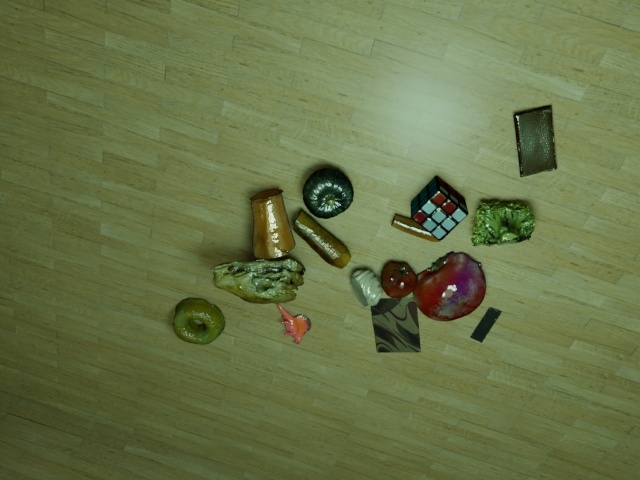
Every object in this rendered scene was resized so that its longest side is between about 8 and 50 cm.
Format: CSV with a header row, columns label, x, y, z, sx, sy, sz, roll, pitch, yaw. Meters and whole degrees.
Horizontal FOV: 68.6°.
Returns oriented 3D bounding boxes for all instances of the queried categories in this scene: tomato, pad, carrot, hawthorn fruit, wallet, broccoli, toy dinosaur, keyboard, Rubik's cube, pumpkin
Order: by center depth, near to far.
label,x,y,z,sx,sy,sz,roll,pitch,yaw
wallet,0.784,-0.359,1.715,0.133,0.039,0.243,-14,114,11
broccoli,0.689,-0.073,1.790,0.243,0.273,0.180,-9,83,14
Rubik's cube,0.461,-0.126,1.832,0.163,0.160,0.162,38,118,-11
pumpkin,0.030,-0.186,1.888,0.212,0.152,0.211,4,124,6
carrot,0.407,-0.046,1.942,0.225,0.067,0.067,19,120,3
carrot,-0.218,-0.072,1.978,0.196,0.196,0.254,-4,115,13
tomato,0.566,0.233,2.003,0.335,0.176,0.289,-37,109,24
carrot,0.000,0.000,2.019,0.302,0.114,0.114,40,118,-9
hawthorn fruit,0.332,0.193,2.051,0.163,0.162,0.203,17,134,2
keyboard,0.754,0.385,2.139,0.060,0.018,0.195,24,120,6
pad,0.358,0.409,2.234,0.220,0.004,0.330,-4,117,13
toy dinosaur,-0.123,0.386,2.290,0.139,0.070,0.286,-12,113,6

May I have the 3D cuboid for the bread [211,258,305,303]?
label,x,y,z,sx,sy,sz,roll,pitch,yaw
bread,-0.251,0.177,2.013,0.314,0.370,0.191,-5,82,19

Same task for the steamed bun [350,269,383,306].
label,x,y,z,sx,sy,sz,roll,pitch,yaw
steamed bun,0.211,0.207,2.070,0.106,0.183,0.182,-27,115,-14

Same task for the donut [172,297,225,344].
label,x,y,z,sx,sy,sz,roll,pitch,yaw
donut,-0.623,0.421,2.374,0.272,0.107,0.271,4,120,7
